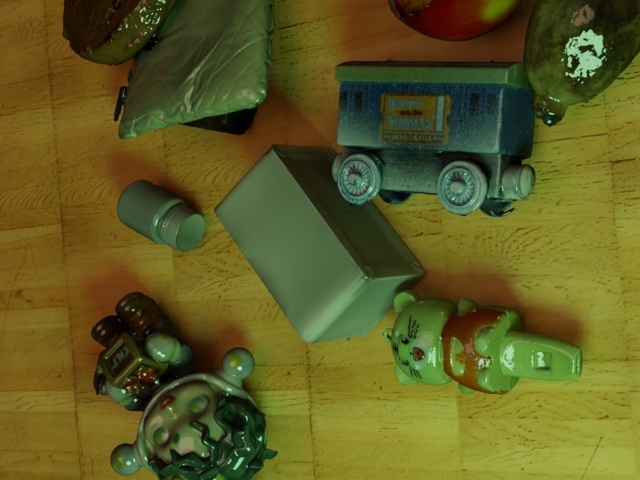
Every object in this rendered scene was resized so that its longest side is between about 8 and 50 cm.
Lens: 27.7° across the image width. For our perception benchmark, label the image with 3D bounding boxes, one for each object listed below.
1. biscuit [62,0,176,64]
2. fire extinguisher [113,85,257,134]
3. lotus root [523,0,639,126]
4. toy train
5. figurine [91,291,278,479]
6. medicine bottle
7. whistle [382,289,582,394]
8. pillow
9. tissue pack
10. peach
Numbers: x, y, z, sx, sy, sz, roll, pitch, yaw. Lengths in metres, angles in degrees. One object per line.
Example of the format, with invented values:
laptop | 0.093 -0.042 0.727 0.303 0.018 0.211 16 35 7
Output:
biscuit | -0.305 -0.401 1.981 0.296 0.075 0.295 -23 56 39
fire extinguisher | -0.222 -0.205 1.994 0.268 0.072 0.089 13 113 35
lotus root | 0.311 -0.241 1.565 0.138 0.138 0.214 43 118 27
toy train | 0.144 -0.137 1.691 0.300 0.131 0.201 7 95 35
figurine | -0.213 0.239 1.949 0.261 0.186 0.382 -49 59 16
medicine bottle | -0.246 -0.036 2.014 0.130 0.080 0.080 29 109 31
whistle | 0.201 0.140 1.680 0.289 0.106 0.131 7 103 36
pillow | -0.175 -0.295 1.916 0.274 0.076 0.280 -12 63 34
tissue pack | -0.001 0.000 1.790 0.136 0.159 0.246 -48 65 26
peach | 0.162 -0.351 1.599 0.196 0.226 0.189 19 80 25
